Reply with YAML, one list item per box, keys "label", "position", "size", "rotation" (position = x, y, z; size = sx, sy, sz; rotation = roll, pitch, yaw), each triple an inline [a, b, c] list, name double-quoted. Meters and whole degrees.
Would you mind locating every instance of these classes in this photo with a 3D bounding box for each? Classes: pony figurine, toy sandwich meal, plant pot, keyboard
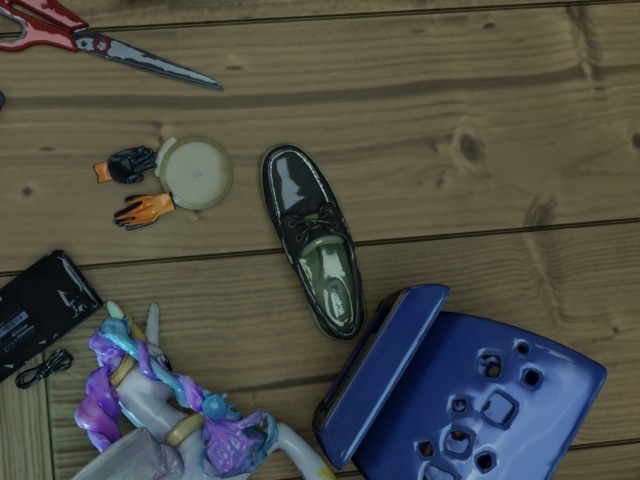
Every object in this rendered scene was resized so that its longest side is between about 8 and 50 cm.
- label: "pony figurine"
  position: [-0.159, 0.268, 1.210]
  size: [0.363, 0.303, 0.351]
  rotation: [43, 52, -3]
- label: "toy sandwich meal"
  position: [-0.136, -0.072, 1.310]
  size: [0.085, 0.029, 0.085]
  rotation: [0, 92, -11]
- label: "plant pot"
  position: [0.122, 0.175, 1.253]
  size: [0.212, 0.236, 0.236]
  rotation: [32, 84, -1]
- label: "keyboard"
  position: [-0.309, 0.102, 1.273]
  size: [0.180, 0.023, 0.108]
  rotation: [-36, 89, 2]

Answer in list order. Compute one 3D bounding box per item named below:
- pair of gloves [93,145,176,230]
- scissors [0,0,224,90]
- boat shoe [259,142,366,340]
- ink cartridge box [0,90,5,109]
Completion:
- label: "pair of gloves"
  position: [-0.195, -0.055, 1.296]
  size: [0.074, 0.010, 0.083]
  rotation: [-19, 92, 16]
- label: "scissors"
  position: [-0.252, -0.204, 1.298]
  size: [0.297, 0.021, 0.109]
  rotation: [34, 82, -9]
- label: "boat shoe"
  position: [-0.001, 0.001, 1.307]
  size: [0.080, 0.073, 0.223]
  rotation: [-20, 93, -9]
- label: "ink cartridge box"
  position: [-0.470, -0.049, 1.241]
  size: [0.186, 0.065, 0.311]
  rotation: [25, 88, -8]
